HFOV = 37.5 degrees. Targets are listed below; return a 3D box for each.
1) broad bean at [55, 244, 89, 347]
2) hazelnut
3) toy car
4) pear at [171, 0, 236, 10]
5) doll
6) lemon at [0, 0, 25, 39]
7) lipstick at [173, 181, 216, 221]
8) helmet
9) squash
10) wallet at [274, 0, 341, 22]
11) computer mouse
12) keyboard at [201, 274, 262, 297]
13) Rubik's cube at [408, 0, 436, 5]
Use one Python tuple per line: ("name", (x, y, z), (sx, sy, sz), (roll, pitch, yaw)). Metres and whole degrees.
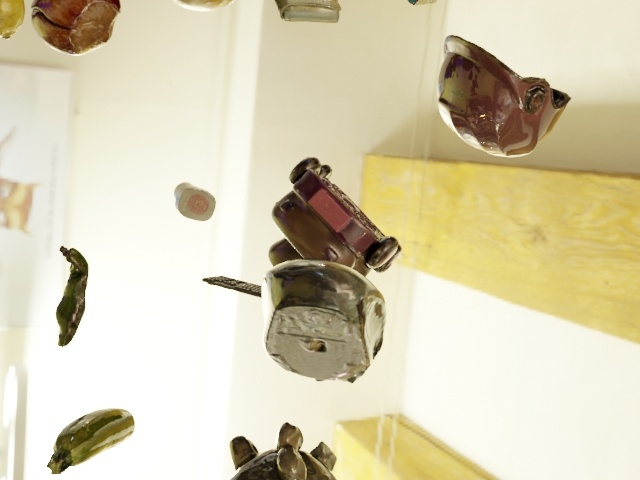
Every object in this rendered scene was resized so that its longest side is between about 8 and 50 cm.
("broad bean", (-0.470, 0.103, 1.789), (0.046, 0.061, 0.195), (15, -76, 50))
("hazelnut", (-0.424, -0.398, 1.634), (0.154, 0.143, 0.143), (-50, -151, 5))
("toy car", (0.000, 0.000, 1.962), (0.271, 0.240, 0.341), (47, 5, 13))
("pear", (-0.228, -0.570, 1.781), (0.281, 0.281, 0.280), (-176, -90, -69))
("doll", (-0.089, 0.505, 1.454), (0.382, 0.378, 0.252), (-41, -164, 5))
("lemon", (-0.476, -0.350, 1.379), (0.082, 0.082, 0.110), (-38, -111, 62))
("lipstick", (-0.231, -0.074, 1.663), (0.186, 0.063, 0.057), (-147, -107, -71))
("helmet", (0.368, -0.295, 2.041), (0.271, 0.338, 0.197), (38, -73, 39))
("squash", (-0.344, 0.293, 1.422), (0.252, 0.066, 0.066), (-1, 95, -79))
("wallet", (-0.026, -0.426, 1.659), (0.155, 0.110, 0.039), (-107, -160, -56))
("computer mouse", (0.004, 0.117, 1.473), (0.374, 0.203, 0.114), (95, 4, -63))
("keyboard", (-0.122, 0.089, 1.711), (0.204, 0.061, 0.013), (13, -80, 35))
("Rubik's cube", (0.239, -0.643, 2.150), (0.151, 0.155, 0.154), (-40, -94, 29))
